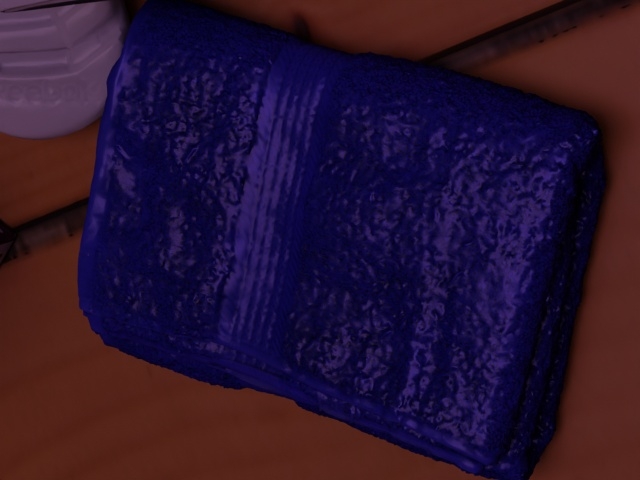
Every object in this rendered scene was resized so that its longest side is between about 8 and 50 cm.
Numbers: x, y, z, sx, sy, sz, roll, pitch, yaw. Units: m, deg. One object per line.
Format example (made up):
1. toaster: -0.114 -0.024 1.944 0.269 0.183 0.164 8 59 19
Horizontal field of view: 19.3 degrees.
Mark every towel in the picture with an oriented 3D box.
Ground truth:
1. towel: 0.000 0.000 1.090 0.308 0.076 0.227 17 109 25

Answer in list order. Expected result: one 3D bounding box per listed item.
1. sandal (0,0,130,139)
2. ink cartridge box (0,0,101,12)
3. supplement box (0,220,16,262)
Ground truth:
1. sandal: -0.238 -0.258 1.142 0.169 0.102 0.416 -16 107 9
2. ink cartridge box: -0.123 -0.242 1.059 0.093 0.154 0.212 -9 97 30
3. supplement box: -0.310 0.045 1.177 0.073 0.239 0.130 40 117 14
